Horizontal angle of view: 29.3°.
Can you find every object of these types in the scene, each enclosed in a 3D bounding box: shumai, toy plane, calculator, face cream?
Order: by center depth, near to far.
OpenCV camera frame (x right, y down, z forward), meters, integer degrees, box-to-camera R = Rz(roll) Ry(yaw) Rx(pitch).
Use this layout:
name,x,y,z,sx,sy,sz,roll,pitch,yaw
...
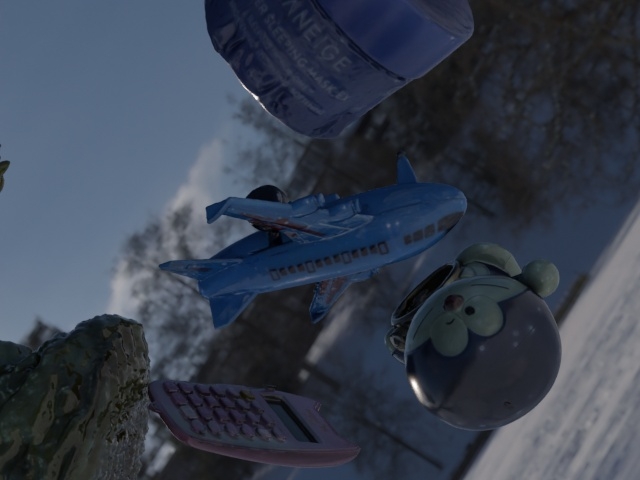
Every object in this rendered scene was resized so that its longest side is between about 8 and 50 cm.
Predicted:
name,x,y,z,sx,sy,sz,roll,pitch,yaw
toy plane,0.000,0.000,1.110,0.271,0.105,0.254,-25,-30,9
face cream,0.018,-0.268,1.421,0.225,0.249,0.249,-38,1,27
shumai,-0.410,0.263,1.594,0.324,0.323,0.397,88,-163,-75
calculator,-0.102,0.250,1.674,0.194,0.294,0.043,42,116,56

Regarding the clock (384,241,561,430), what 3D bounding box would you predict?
name,x,y,z,sx,sy,sz,roll,pitch,yaw
clock,0.163,0.093,1.245,0.199,0.146,0.243,-36,11,12

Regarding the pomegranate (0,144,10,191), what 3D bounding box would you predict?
name,x,y,z,sx,sy,sz,roll,pitch,yaw
pomegranate,-0.431,0.001,1.178,0.276,0.204,0.222,-70,-26,-52
